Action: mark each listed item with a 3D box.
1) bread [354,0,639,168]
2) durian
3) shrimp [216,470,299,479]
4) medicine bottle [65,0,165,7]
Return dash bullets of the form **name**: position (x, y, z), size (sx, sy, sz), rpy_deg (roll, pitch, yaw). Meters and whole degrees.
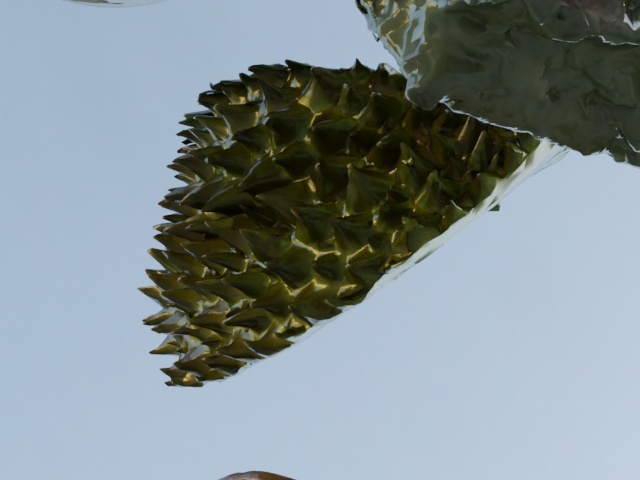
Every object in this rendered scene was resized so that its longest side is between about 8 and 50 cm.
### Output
- **bread**: position (0.066, -0.076, 0.395), size (0.232, 0.172, 0.064), rpy_deg (34, -58, 3)
- **durian**: position (0.000, 0.000, 0.823), size (0.169, 0.158, 0.352), rpy_deg (5, -15, -25)
- **shrimp**: position (-0.009, 0.247, 0.650), size (0.178, 0.289, 0.075), rpy_deg (-4, -16, 28)
- **medicine bottle**: position (-0.051, -0.261, 0.655), size (0.211, 0.211, 0.371), rpy_deg (29, -24, -16)
